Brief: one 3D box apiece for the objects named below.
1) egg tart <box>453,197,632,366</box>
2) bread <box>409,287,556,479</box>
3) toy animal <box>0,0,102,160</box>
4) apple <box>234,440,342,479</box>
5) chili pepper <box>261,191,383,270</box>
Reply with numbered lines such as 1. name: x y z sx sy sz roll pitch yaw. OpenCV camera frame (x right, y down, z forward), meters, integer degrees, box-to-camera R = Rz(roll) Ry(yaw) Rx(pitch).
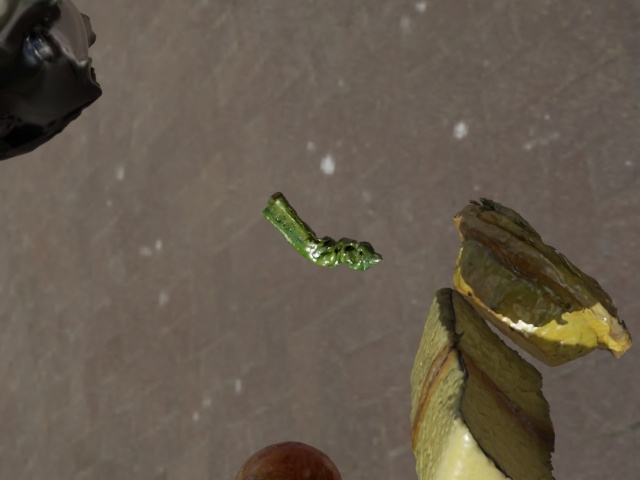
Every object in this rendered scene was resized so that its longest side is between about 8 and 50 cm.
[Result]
1. egg tart: 0.267 0.069 1.670 0.118 0.288 0.288 -52 32 -3
2. bread: 0.157 0.181 1.375 0.142 0.178 0.266 -23 26 12
3. toy animal: -0.338 -0.221 1.275 0.212 0.267 0.212 -16 43 15
4. apple: -0.039 0.310 1.542 0.146 0.146 0.146 -17 70 58
5. chili pepper: 0.000 0.000 0.795 0.027 0.083 0.022 -54 -21 -21
